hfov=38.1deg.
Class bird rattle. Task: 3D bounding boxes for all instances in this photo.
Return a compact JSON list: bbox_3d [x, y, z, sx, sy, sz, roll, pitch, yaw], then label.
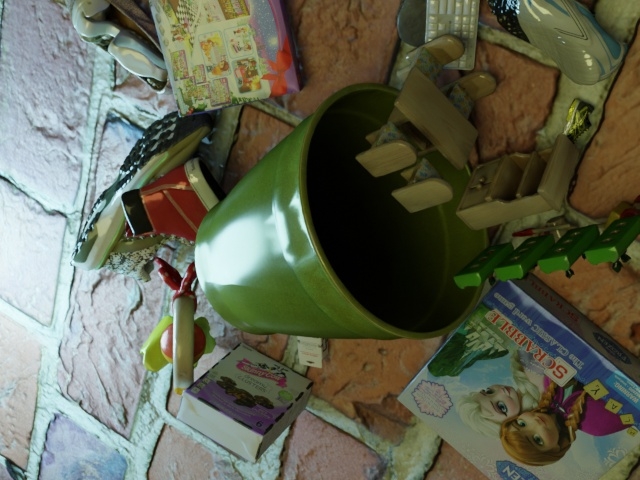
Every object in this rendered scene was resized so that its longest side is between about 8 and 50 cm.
[{"bbox_3d":[-0.237,0.156,1.660,0.143,0.207,0.253,5,130,-16],"label":"bird rattle"}]

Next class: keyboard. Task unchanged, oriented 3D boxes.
[{"bbox_3d":[0.184,-0.351,1.274,0.072,0.014,0.256,0,128,3],"label":"keyboard"}]

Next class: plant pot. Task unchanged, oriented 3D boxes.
[{"bbox_3d":[0.000,0.000,1.401,0.353,0.366,0.366,-22,99,45],"label":"plant pot"}]

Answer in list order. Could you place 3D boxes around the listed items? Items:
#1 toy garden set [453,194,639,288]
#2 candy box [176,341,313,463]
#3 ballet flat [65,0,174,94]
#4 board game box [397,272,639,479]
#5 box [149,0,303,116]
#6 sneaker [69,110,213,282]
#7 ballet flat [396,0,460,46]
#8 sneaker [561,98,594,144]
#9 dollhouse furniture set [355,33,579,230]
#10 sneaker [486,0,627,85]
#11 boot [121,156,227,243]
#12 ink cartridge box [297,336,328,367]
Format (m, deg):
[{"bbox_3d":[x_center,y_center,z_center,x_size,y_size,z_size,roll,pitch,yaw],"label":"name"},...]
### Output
[{"bbox_3d":[0.341,0.011,1.292,0.244,0.204,0.049,-14,104,43],"label":"toy garden set"},{"bbox_3d":[-0.131,0.284,1.659,0.165,0.196,0.070,26,120,16],"label":"candy box"},{"bbox_3d":[-0.338,-0.350,1.559,0.316,0.106,0.107,35,124,12],"label":"ballet flat"},{"bbox_3d":[0.331,0.247,1.465,0.319,0.066,0.318,40,124,9],"label":"board game box"},{"bbox_3d":[-0.156,-0.356,1.445,0.201,0.057,0.293,-10,106,9],"label":"box"},{"bbox_3d":[-0.281,-0.070,1.660,0.182,0.158,0.410,29,126,-22],"label":"sneaker"},{"bbox_3d":[0.177,-0.384,1.295,0.084,0.058,0.249,16,128,-10],"label":"ballet flat"},{"bbox_3d":[0.359,-0.155,1.299,0.035,0.031,0.083,17,119,19],"label":"sneaker"},{"bbox_3d":[0.209,-0.139,1.270,0.242,0.212,0.161,42,146,-24],"label":"dollhouse furniture set"},{"bbox_3d":[0.309,-0.303,1.248,0.237,0.086,0.085,49,154,17],"label":"sneaker"},{"bbox_3d":[-0.229,-0.015,1.583,0.176,0.088,0.244,-25,129,8],"label":"boot"},{"bbox_3d":[-0.014,0.182,1.652,0.048,0.028,0.083,9,114,26],"label":"ink cartridge box"}]
